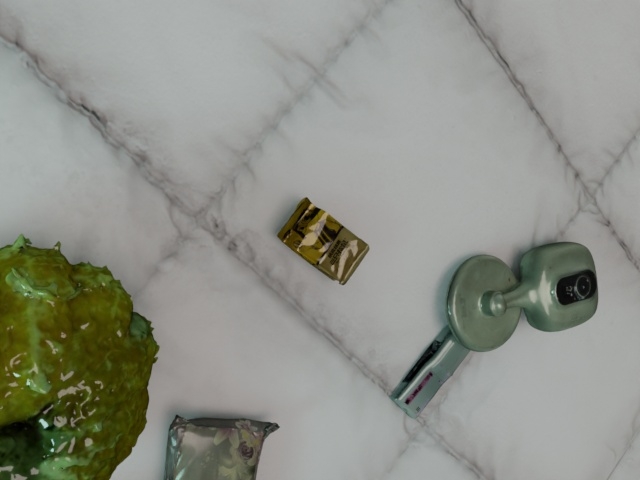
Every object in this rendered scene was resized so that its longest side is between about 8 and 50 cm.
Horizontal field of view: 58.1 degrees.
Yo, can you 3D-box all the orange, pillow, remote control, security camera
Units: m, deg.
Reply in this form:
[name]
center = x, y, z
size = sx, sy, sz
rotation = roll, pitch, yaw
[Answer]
[orange]
center = -0.307, 0.153, 0.586
size = 0.300, 0.223, 0.301
rotation = 45, 78, -30
[pillow]
center = -0.151, 0.356, 0.782
size = 0.168, 0.059, 0.255
rotation = 10, 92, -27
[remote control]
center = 0.186, 0.209, 0.934
size = 0.166, 0.029, 0.065
rotation = -49, 115, -11
[security camera]
center = 0.339, 0.090, 0.950
size = 0.301, 0.080, 0.157
rotation = -10, 95, -26

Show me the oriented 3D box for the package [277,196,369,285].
[package]
center = 0.000, 0.000, 0.803
size = 0.131, 0.047, 0.071
rotation = 36, 85, -24
